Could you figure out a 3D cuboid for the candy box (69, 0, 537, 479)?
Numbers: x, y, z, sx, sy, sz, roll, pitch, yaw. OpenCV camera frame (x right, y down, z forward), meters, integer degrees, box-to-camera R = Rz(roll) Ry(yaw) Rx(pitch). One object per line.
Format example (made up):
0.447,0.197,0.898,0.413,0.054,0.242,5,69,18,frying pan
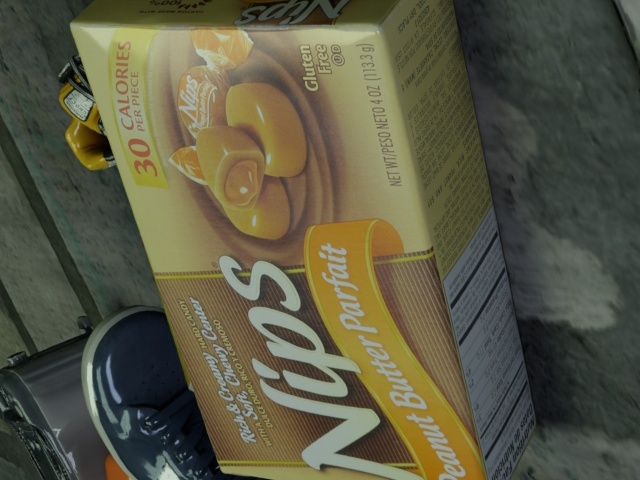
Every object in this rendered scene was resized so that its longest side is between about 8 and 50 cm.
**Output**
0.000,0.000,0.916,0.183,0.087,0.316,5,128,29,candy box

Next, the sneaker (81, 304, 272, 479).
-0.058,0.201,1.332,0.350,0.131,0.148,56,160,-17,sneaker

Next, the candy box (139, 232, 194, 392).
-0.026,0.082,1.182,0.233,0.071,0.159,34,146,47,candy box

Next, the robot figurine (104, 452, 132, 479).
-0.120,0.245,1.460,0.158,0.128,0.219,-179,79,-80,robot figurine

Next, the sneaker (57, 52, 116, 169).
-0.126,-0.111,1.124,0.088,0.092,0.225,52,156,17,sneaker

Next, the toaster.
-0.204,0.188,1.582,0.227,0.146,0.129,63,158,-7,toaster
